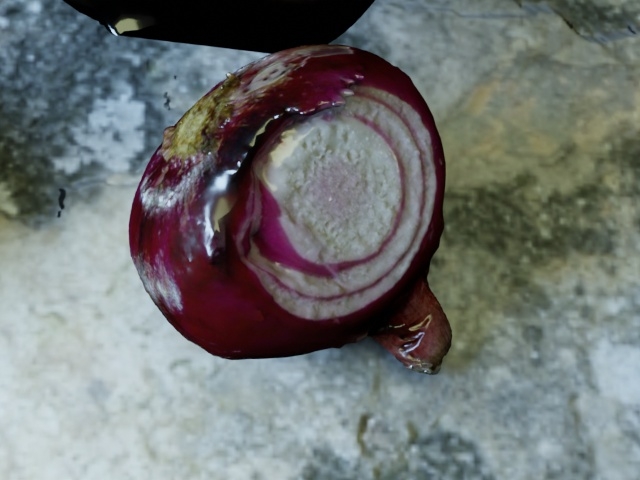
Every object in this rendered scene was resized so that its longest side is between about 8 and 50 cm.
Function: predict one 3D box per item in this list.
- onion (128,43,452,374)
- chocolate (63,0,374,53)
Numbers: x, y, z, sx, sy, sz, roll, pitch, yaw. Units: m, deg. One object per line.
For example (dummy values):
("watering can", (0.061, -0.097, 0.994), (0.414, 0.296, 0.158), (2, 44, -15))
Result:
("onion", (-0.008, -0.005, 0.951), (0.173, 0.198, 0.135), (-46, 35, -10))
("chocolate", (-0.016, -0.329, 0.927), (0.383, 0.331, 0.383), (24, 43, -24))
